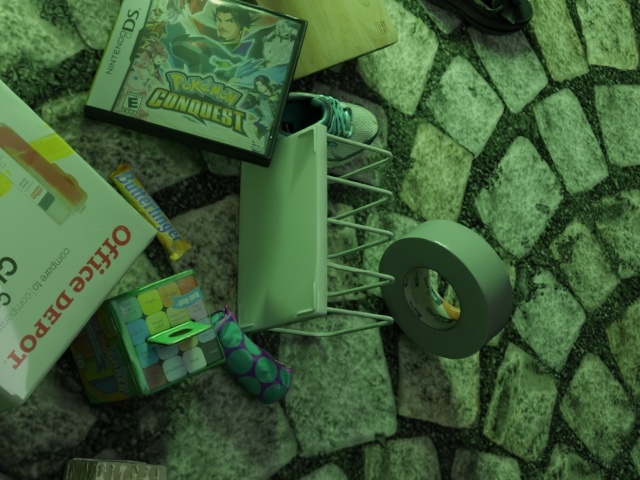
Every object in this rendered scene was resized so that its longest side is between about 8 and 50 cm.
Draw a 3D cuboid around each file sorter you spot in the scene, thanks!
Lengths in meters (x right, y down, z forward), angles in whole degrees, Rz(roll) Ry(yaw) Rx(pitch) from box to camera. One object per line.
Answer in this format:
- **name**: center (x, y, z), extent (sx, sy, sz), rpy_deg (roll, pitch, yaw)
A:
- **file sorter**: center (0.000, 0.000, 1.485), extent (0.173, 0.192, 0.278), rpy_deg (13, 70, -37)

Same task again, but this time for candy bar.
- **candy bar**: center (-0.246, -0.042, 1.422), extent (0.040, 0.018, 0.161), rpy_deg (-45, 106, -36)

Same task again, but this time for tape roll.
- **tape roll**: center (0.199, 0.079, 1.590), extent (0.072, 0.219, 0.219), rpy_deg (-33, 98, -38)

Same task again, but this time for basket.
- **basket**: center (-0.261, 0.360, 1.246), extent (0.113, 0.103, 0.167), rpy_deg (12, 71, -33)

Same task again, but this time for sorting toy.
- **sorting toy**: center (-0.032, -0.402, 1.633), extent (0.255, 0.089, 0.257), rpy_deg (-27, 94, -38)

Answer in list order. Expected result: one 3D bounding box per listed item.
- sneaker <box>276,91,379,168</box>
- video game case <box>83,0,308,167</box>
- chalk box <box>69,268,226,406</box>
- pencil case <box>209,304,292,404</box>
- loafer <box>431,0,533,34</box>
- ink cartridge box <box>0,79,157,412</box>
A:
- **sneaker**: center (-0.005, -0.180, 1.571), extent (0.283, 0.122, 0.110), rpy_deg (-5, 82, -37)
- **video game case**: center (-0.177, -0.255, 1.448), extent (0.274, 0.035, 0.248), rpy_deg (15, 66, -4)
- **chalk box**: center (-0.221, 0.123, 1.270), extent (0.132, 0.213, 0.132), rpy_deg (-20, 90, -38)
- **pencil case**: center (-0.109, 0.168, 1.433), extent (0.070, 0.064, 0.151), rpy_deg (-44, 109, 6)
- **loafer**: center (0.312, -0.480, 1.903), extent (0.302, 0.095, 0.109), rpy_deg (13, 71, -33)
- **ink cartridge box**: center (-0.419, -0.028, 1.110), extent (0.385, 0.160, 0.279), rpy_deg (46, 55, -18)
